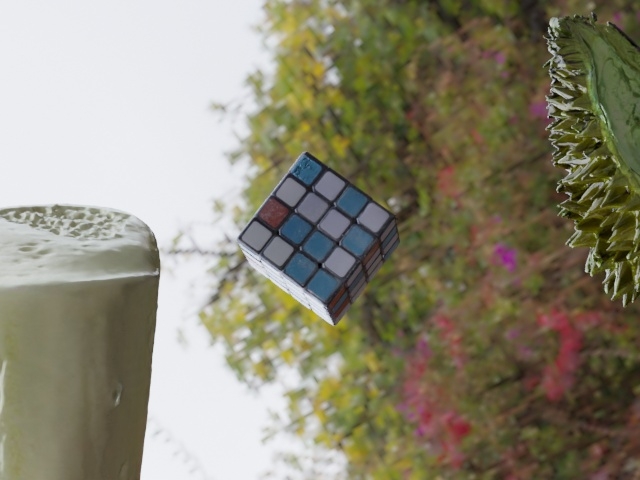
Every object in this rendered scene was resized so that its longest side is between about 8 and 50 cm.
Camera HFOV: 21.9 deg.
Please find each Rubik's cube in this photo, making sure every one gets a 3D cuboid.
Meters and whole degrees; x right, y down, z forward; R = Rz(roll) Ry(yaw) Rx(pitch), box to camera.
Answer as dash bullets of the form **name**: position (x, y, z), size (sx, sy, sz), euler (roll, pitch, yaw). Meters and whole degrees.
- **Rubik's cube**: position (0.000, 0.000, 1.319), size (0.092, 0.092, 0.092), euler (36, 172, 11)

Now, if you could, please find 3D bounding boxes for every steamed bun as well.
- **steamed bun**: position (-0.336, 0.152, 1.802), size (0.290, 0.371, 0.456), euler (5, -172, -10)

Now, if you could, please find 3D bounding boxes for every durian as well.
- **durian**: position (0.347, -0.064, 1.694), size (0.198, 0.163, 0.394), euler (-34, -85, -14)
